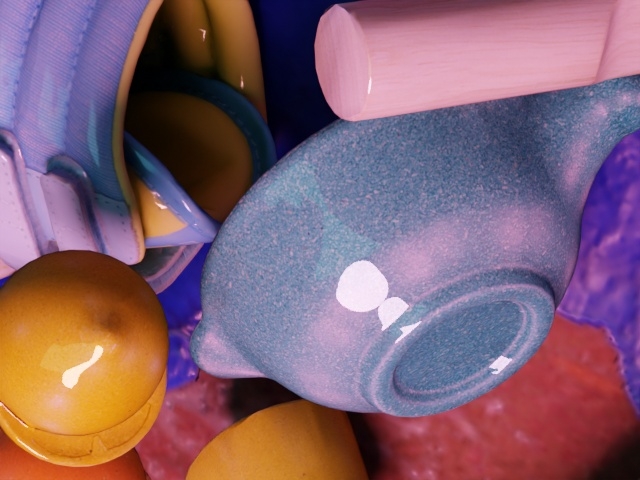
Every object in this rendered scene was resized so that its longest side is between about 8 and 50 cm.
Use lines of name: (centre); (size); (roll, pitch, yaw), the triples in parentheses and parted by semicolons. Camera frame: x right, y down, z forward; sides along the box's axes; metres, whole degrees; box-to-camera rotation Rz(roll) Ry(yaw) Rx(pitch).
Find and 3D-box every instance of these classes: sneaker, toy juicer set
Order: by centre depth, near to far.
toy juicer set: (0.000, 0.000, 0.504); (0.329, 0.209, 0.089); (-52, 50, 32)
sneaker: (-0.133, -0.005, 0.609); (0.208, 0.127, 0.319); (32, 122, 14)

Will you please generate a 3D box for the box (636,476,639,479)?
box: (0.129, 0.165, 0.575); (0.137, 0.072, 0.126); (44, 123, 5)
